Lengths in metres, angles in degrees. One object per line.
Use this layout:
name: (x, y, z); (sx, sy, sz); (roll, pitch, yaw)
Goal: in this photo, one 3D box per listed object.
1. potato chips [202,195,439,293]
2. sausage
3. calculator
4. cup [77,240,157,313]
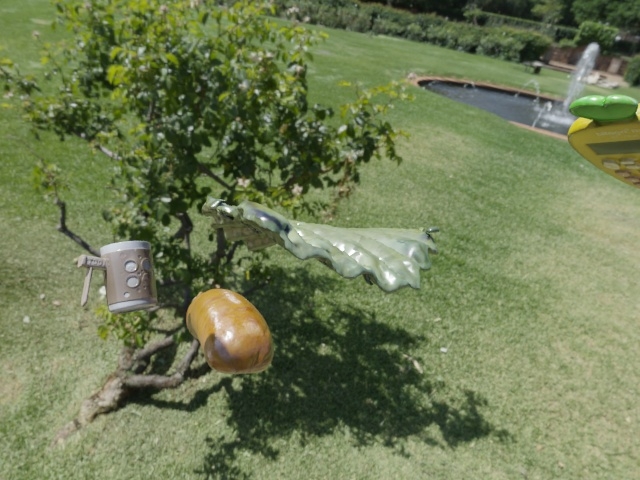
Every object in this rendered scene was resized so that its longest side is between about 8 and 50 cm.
potato chips: (0.002, 0.000, 0.719); (0.373, 0.097, 0.389); (6, 4, -25)
sausage: (-0.145, 0.135, 0.681); (0.109, 0.108, 0.270); (-2, 5, -24)
calculator: (0.377, -0.105, 0.501); (0.235, 0.032, 0.146); (26, -5, -27)
cup: (-0.291, 0.056, 0.646); (0.074, 0.099, 0.102); (-14, -9, 15)
